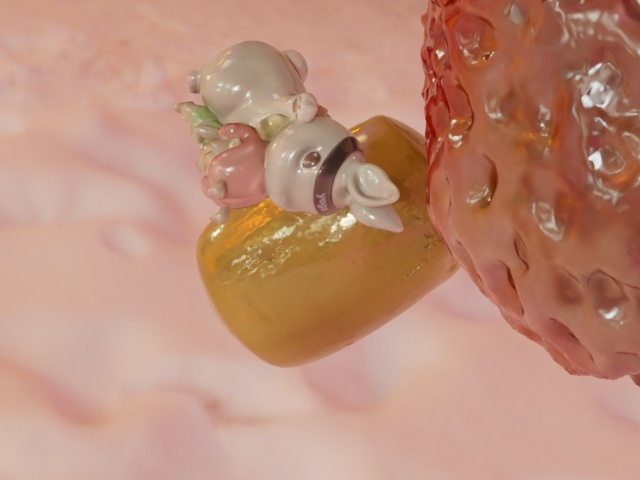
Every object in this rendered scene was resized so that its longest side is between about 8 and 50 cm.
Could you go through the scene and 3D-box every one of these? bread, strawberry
[{"bbox_3d":[0.011,0.008,1.331,0.147,0.217,0.098,51,11,-11],"label":"bread"},{"bbox_3d":[0.131,-0.087,0.839,0.265,0.336,0.149,-16,9,47],"label":"strawberry"}]

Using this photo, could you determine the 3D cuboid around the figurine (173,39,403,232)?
[{"bbox_3d":[-0.023,-0.042,1.022,0.146,0.098,0.081,56,4,34],"label":"figurine"}]
